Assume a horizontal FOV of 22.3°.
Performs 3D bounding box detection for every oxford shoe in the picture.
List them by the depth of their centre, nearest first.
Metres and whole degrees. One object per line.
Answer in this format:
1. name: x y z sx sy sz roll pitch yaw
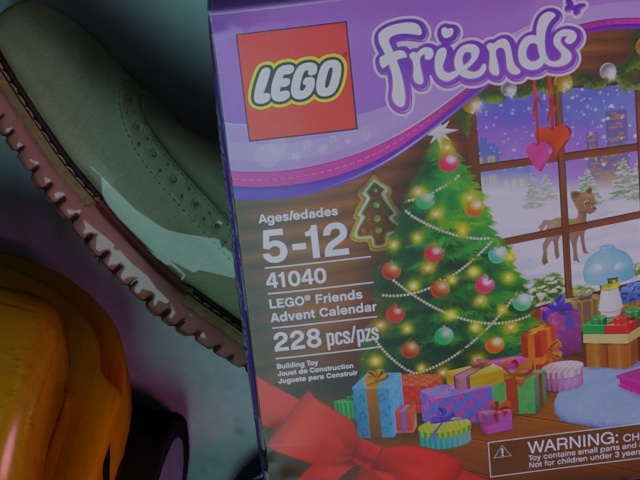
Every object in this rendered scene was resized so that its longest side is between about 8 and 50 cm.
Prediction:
1. oxford shoe: 0.000 0.000 0.707 0.348 0.123 0.130 41 98 -14

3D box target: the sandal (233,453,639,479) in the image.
1. sandal: 0.067 0.146 0.804 0.254 0.054 0.097 -1 123 14

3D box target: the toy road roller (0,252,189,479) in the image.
1. toy road roller: -0.192 0.149 0.709 0.202 0.330 0.241 11 148 7

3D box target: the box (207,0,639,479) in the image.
1. box: 0.113 -0.010 0.611 0.293 0.057 0.201 -7 109 -2
